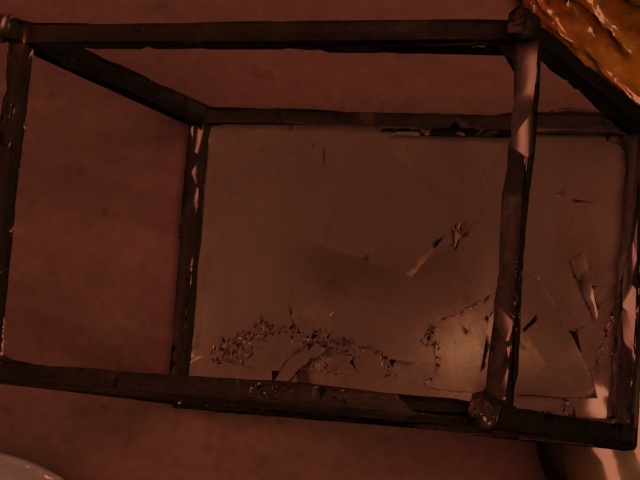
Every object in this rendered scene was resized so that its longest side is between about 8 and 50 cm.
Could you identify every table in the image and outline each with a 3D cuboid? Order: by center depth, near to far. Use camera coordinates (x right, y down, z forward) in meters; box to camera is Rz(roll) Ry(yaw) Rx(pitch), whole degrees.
[{"bbox_3d":[0.000,0.000,1.096,0.335,0.272,0.222,2,82,25],"label":"table"}]

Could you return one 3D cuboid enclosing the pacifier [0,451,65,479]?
[{"bbox_3d":[-0.264,0.266,1.135,0.244,0.233,0.299,28,82,3],"label":"pacifier"}]

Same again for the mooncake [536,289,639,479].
[{"bbox_3d":[0.273,0.111,1.232,0.275,0.135,0.275,1,84,-7],"label":"mooncake"}]

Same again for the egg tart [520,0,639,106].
[{"bbox_3d":[0.298,-0.240,1.275,0.341,0.129,0.341,0,84,-5],"label":"egg tart"}]
